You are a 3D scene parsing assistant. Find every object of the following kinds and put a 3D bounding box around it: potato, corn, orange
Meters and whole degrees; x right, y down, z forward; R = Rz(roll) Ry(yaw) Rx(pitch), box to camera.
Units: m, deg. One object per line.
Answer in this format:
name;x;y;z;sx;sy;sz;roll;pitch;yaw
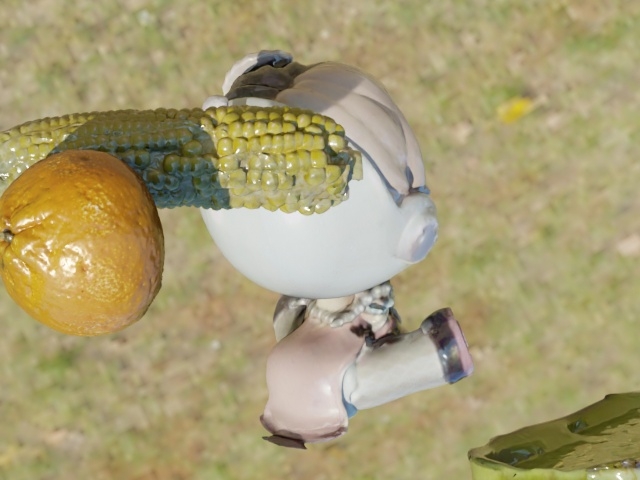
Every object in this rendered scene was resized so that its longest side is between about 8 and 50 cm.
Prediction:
potato;0.293;0.275;1.800;0.280;0.213;0.330;-9;-175;-23
corn;-0.108;-0.061;1.464;0.288;0.086;0.086;-1;148;-9
orange;-0.174;0.002;1.368;0.117;0.136;0.135;3;143;-21

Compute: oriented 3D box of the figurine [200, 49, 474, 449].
figurine;0.008;0.000;1.876;0.253;0.361;0.211;1;-159;30
